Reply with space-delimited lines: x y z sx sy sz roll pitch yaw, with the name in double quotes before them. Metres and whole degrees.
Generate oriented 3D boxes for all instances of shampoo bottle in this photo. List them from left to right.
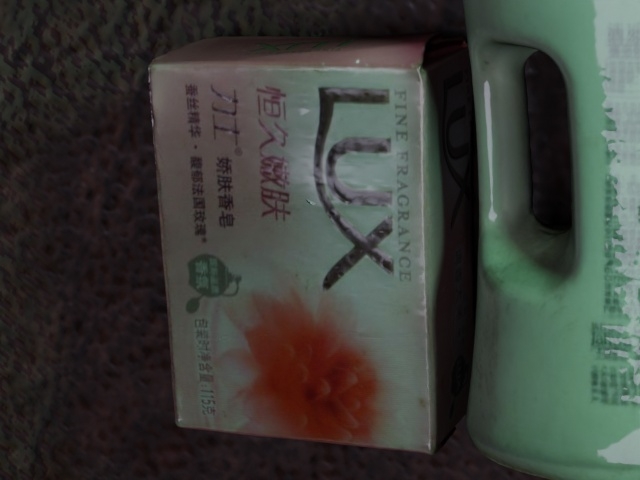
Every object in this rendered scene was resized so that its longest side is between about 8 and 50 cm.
"shampoo bottle" 0.104 -0.041 0.639 0.118 0.087 0.234 4 107 21

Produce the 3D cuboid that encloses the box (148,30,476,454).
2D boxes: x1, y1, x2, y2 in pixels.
"box" 0.000 0.000 0.714 0.111 0.060 0.156 2 108 21
